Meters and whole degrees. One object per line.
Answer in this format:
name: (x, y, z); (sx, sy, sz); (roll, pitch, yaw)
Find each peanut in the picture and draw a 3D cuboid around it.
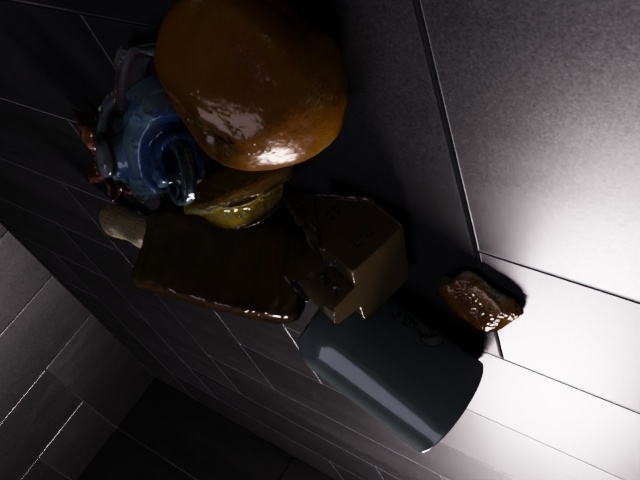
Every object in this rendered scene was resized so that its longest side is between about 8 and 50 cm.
peanut: (-0.479, -0.037, 1.856); (0.206, 0.087, 0.087); (21, 153, 30)

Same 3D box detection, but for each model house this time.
model house: (0.000, 0.000, 1.213); (0.248, 0.176, 0.181); (41, 163, 31)

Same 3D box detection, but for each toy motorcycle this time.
toy motorcycle: (-0.281, -0.173, 1.159); (0.241, 0.182, 0.319); (57, 159, -20)

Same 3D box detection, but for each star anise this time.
star anise: (-0.431, -0.175, 1.496); (0.196, 0.111, 0.212); (-4, 128, 48)

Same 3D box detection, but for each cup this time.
cup: (0.123, 0.222, 1.379); (0.312, 0.205, 0.205); (36, 157, 0)

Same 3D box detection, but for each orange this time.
orange: (-0.091, -0.195, 0.893); (0.249, 0.183, 0.249); (29, 158, 13)

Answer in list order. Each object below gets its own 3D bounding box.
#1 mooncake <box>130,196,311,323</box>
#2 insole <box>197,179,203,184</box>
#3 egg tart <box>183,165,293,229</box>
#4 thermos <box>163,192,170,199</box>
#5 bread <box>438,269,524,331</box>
mooncake: (-0.175, 0.037, 1.359); (0.324, 0.187, 0.324); (12, 171, 2)
insole: (-0.263, -0.106, 1.522); (0.063, 0.010, 0.192); (34, 157, 5)
egg tart: (-0.125, -0.073, 1.172); (0.191, 0.191, 0.074); (7, 127, 48)
thermos: (-0.297, -0.070, 1.547); (0.073, 0.083, 0.187); (58, 159, 0)
bread: (0.250, 0.101, 1.177); (0.129, 0.044, 0.126); (40, 156, -2)
